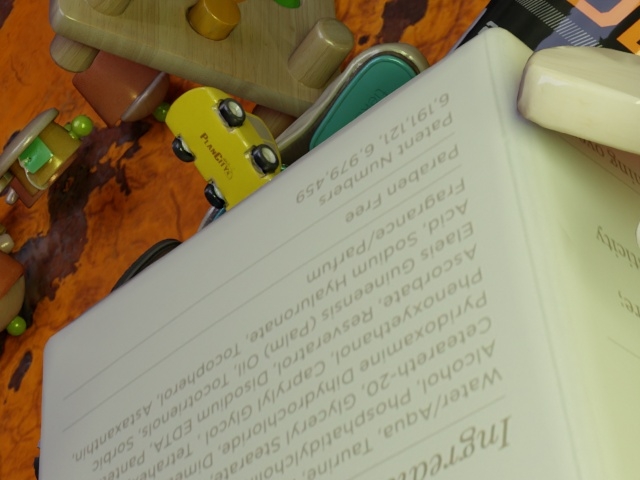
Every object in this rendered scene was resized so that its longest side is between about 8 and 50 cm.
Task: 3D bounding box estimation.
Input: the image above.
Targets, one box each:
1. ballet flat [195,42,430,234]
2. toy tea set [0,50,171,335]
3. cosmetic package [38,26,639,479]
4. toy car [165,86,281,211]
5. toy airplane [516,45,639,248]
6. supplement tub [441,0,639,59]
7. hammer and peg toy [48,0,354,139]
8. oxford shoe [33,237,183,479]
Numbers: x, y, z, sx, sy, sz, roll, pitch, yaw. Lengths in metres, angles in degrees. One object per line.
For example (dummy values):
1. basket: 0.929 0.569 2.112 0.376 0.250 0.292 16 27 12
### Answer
1. ballet flat: -0.005 -0.061 1.278 0.248 0.086 0.086 -44 39 15
2. toy tea set: -0.257 -0.034 1.531 0.336 0.124 0.200 -45 9 21
3. cosmetic package: 0.085 0.189 0.771 0.327 0.329 0.393 -33 42 29
4. toy car: 0.000 0.000 1.196 0.225 0.053 0.239 1 105 26
5. toy airplane: 0.324 -0.004 0.621 0.386 0.272 0.384 -16 47 -19
6. supplement tub: 0.206 -0.120 0.977 0.316 0.194 0.193 -51 37 8
7. hammer and peg toy: -0.111 -0.269 1.386 0.127 0.266 0.361 -50 34 41
8. oxford shoe: -0.139 0.107 1.307 0.096 0.083 0.227 10 71 32
